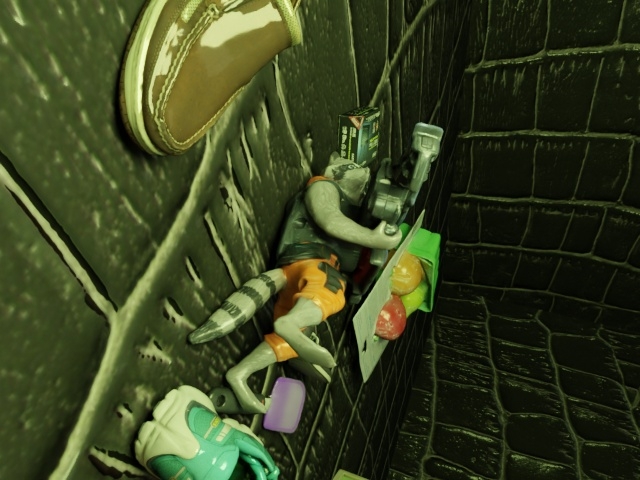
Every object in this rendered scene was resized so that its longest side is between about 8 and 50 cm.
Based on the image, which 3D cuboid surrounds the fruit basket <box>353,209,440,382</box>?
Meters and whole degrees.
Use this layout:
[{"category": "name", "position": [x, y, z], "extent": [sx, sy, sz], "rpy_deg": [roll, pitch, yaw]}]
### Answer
[{"category": "fruit basket", "position": [0.172, 0.139, 1.198], "extent": [0.353, 0.165, 0.327], "rpy_deg": [-48, 148, -26]}]

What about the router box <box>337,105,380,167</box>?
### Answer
[{"category": "router box", "position": [0.067, -0.177, 0.824], "extent": [0.122, 0.038, 0.092], "rpy_deg": [-44, 142, -57]}]

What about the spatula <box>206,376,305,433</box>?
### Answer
[{"category": "spatula", "position": [-0.082, 0.227, 0.668], "extent": [0.296, 0.030, 0.084], "rpy_deg": [53, 51, -64]}]

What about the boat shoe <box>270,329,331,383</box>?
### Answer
[{"category": "boat shoe", "position": [-0.017, 0.169, 0.747], "extent": [0.065, 0.075, 0.206], "rpy_deg": [-65, 152, -25]}]

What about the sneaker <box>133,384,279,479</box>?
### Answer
[{"category": "sneaker", "position": [-0.098, 0.254, 0.509], "extent": [0.107, 0.109, 0.275], "rpy_deg": [-55, 151, -23]}]

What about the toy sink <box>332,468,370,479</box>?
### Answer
[{"category": "toy sink", "position": [0.124, 0.710, 1.219], "extent": [0.152, 0.234, 0.131], "rpy_deg": [-2, 104, -69]}]

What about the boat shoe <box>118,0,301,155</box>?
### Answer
[{"category": "boat shoe", "position": [-0.064, -0.178, 0.379], "extent": [0.095, 0.095, 0.258], "rpy_deg": [60, 46, -62]}]

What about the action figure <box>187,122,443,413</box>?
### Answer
[{"category": "action figure", "position": [0.000, 0.000, 0.563], "extent": [0.341, 0.178, 0.330], "rpy_deg": [110, 1, -49]}]
